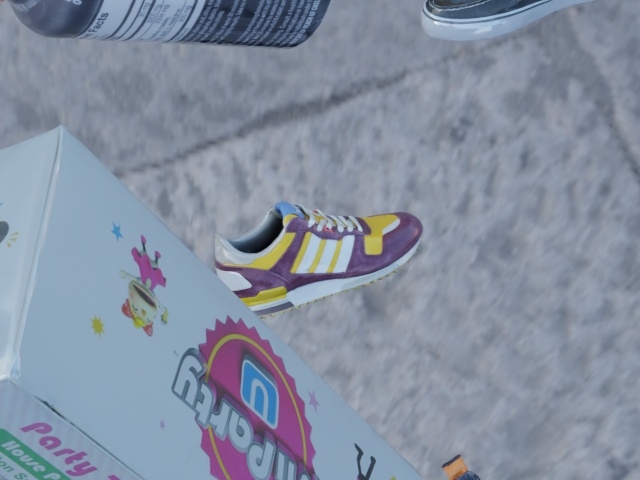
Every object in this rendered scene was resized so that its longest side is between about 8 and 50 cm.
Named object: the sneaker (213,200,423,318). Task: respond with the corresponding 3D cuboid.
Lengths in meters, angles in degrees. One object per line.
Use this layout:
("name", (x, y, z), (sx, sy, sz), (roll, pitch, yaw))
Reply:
("sneaker", (0.000, 0.000, 1.643), (0.185, 0.069, 0.084), (-23, 114, -17))

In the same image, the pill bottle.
("pill bottle", (-0.120, -0.194, 1.262), (0.245, 0.130, 0.130), (0, 69, -31))

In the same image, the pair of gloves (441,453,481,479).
("pair of gloves", (0.106, 0.225, 1.588), (0.083, 0.010, 0.074), (-36, 96, -26))

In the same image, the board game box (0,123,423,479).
("board game box", (-0.149, 0.104, 0.671), (0.303, 0.224, 0.097), (-17, 47, 26))

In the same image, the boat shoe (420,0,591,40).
("boat shoe", (0.122, -0.152, 1.094), (0.142, 0.040, 0.049), (-18, 38, -6))
